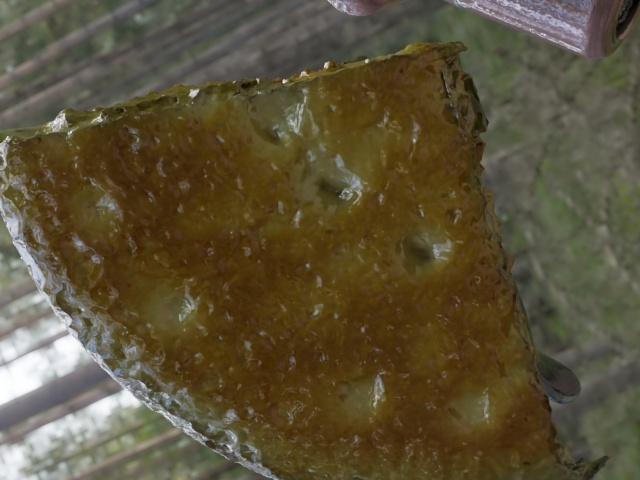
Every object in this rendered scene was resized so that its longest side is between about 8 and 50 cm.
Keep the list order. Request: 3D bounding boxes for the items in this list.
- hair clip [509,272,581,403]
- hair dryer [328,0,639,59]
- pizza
[{"bbox_3d":[0.096,0.022,1.032,0.048,0.083,0.275,-103,-10,-48],"label":"hair clip"},{"bbox_3d":[0.106,-0.201,1.196,0.210,0.125,0.352,26,-153,18],"label":"hair dryer"},{"bbox_3d":[0.000,0.000,0.666,0.292,0.197,0.058,27,-170,-3],"label":"pizza"}]
